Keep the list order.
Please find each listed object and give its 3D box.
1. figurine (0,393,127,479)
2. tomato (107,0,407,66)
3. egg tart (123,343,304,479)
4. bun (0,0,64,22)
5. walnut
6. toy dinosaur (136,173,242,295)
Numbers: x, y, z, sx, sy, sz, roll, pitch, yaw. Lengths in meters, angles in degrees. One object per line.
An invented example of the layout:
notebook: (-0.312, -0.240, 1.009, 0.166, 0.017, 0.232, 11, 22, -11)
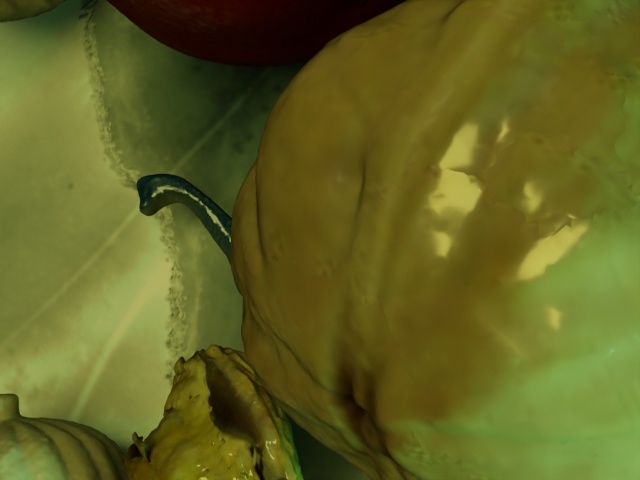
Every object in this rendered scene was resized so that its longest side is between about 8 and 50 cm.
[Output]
figurine: (-0.174, 0.271, 0.737, 0.332, 0.185, 0.204, 43, 89, 13)
tomato: (-0.045, -0.281, 0.699, 0.325, 0.293, 0.290, -27, 80, -8)
egg tart: (-0.064, 0.187, 0.688, 0.105, 0.241, 0.241, -16, 77, -19)
bun: (-0.287, -0.323, 0.806, 0.204, 0.281, 0.282, 28, 92, 30)
walnut: (0.139, 0.002, 0.562, 0.381, 0.381, 0.381, -2, 82, 16)
toy dinosaur: (0.000, 0.000, 0.771, 0.247, 0.075, 0.188, -19, 73, 0)
